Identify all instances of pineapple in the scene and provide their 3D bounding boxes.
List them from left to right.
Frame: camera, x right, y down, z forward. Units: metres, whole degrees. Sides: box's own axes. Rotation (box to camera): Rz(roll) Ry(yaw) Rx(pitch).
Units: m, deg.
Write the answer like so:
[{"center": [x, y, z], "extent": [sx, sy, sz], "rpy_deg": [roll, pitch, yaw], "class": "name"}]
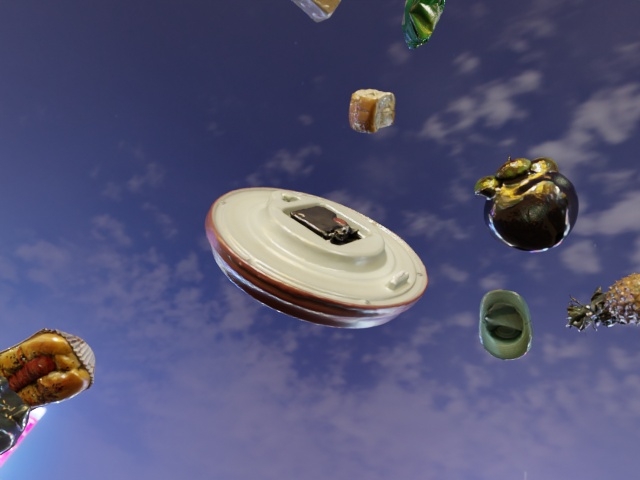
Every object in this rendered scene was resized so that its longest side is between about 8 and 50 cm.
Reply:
[{"center": [0.662, 0.154, 1.066], "extent": [0.125, 0.125, 0.251], "rpy_deg": [32, -26, -4], "class": "pineapple"}]

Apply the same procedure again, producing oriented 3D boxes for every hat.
[{"center": [0.502, 0.223, 1.267], "extent": [0.138, 0.078, 0.190], "rpy_deg": [-2, -88, 30], "class": "hat"}]

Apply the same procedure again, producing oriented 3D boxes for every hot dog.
[{"center": [-0.399, 0.188, 0.647], "extent": [0.191, 0.059, 0.108], "rpy_deg": [-23, -75, 15], "class": "hot dog"}]

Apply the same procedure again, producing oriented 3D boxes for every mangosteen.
[{"center": [0.504, -0.092, 1.147], "extent": [0.243, 0.243, 0.242], "rpy_deg": [13, -47, 15], "class": "mangosteen"}]

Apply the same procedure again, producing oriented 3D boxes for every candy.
[{"center": [0.262, -0.598, 1.200], "extent": [0.078, 0.141, 0.203], "rpy_deg": [4, -69, -26], "class": "candy"}]

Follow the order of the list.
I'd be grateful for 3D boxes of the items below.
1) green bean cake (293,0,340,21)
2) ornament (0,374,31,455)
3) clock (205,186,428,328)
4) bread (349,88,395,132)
[{"center": [-0.034, -0.699, 1.296], "extent": [0.179, 0.109, 0.085], "rpy_deg": [34, -88, -19], "class": "green bean cake"}, {"center": [-0.348, 0.255, 0.488], "extent": [0.202, 0.080, 0.236], "rpy_deg": [-18, -61, 1], "class": "ornament"}, {"center": [0.000, 0.000, 0.657], "extent": [0.319, 0.318, 0.080], "rpy_deg": [23, -64, 5], "class": "clock"}, {"center": [0.102, -0.264, 0.945], "extent": [0.083, 0.077, 0.070], "rpy_deg": [33, -40, 48], "class": "bread"}]
